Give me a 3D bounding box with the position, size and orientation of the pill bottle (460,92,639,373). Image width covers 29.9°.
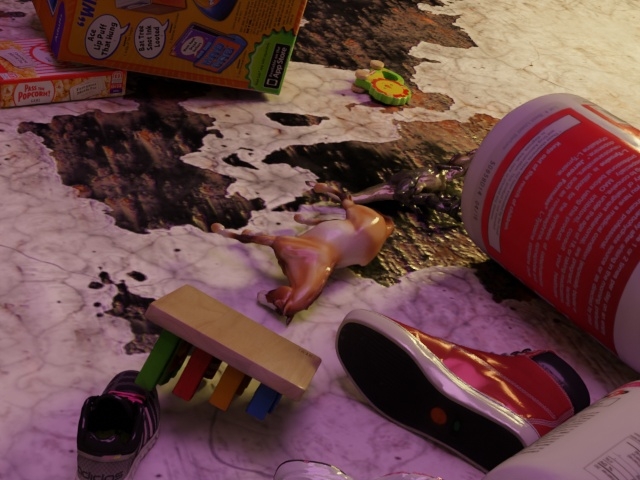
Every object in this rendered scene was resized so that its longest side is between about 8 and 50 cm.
[{"bbox_3d":[0.364,0.011,1.354,0.229,0.229,0.408,-10,35,-31],"label":"pill bottle"}]

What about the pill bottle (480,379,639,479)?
[{"bbox_3d":[0.221,0.234,0.987,0.283,0.160,0.160,-20,41,-42],"label":"pill bottle"}]

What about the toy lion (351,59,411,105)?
[{"bbox_3d":[0.106,-0.252,1.949,0.096,0.034,0.100,26,32,14],"label":"toy lion"}]

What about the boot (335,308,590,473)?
[{"bbox_3d":[0.148,0.130,1.231,0.244,0.088,0.176,33,35,21],"label":"boot"}]

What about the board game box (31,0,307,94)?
[{"bbox_3d":[-0.228,-0.478,1.854,0.356,0.356,0.356,6,27,-25],"label":"board game box"}]

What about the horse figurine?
[{"bbox_3d":[0.000,0.000,1.434,0.263,0.066,0.174,-21,35,-39],"label":"horse figurine"}]

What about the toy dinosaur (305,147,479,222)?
[{"bbox_3d":[0.124,-0.067,1.599,0.268,0.064,0.118,-11,28,-28],"label":"toy dinosaur"}]

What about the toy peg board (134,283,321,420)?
[{"bbox_3d":[-0.094,0.122,1.156,0.161,0.079,0.161,29,7,3],"label":"toy peg board"}]

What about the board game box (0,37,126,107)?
[{"bbox_3d":[-0.408,-0.254,1.781,0.194,0.045,0.147,-11,35,-33],"label":"board game box"}]

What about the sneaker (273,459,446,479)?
[{"bbox_3d":[0.043,0.246,1.025,0.178,0.072,0.077,4,41,7],"label":"sneaker"}]

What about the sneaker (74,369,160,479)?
[{"bbox_3d":[-0.181,0.160,1.084,0.063,0.074,0.170,10,29,2],"label":"sneaker"}]
